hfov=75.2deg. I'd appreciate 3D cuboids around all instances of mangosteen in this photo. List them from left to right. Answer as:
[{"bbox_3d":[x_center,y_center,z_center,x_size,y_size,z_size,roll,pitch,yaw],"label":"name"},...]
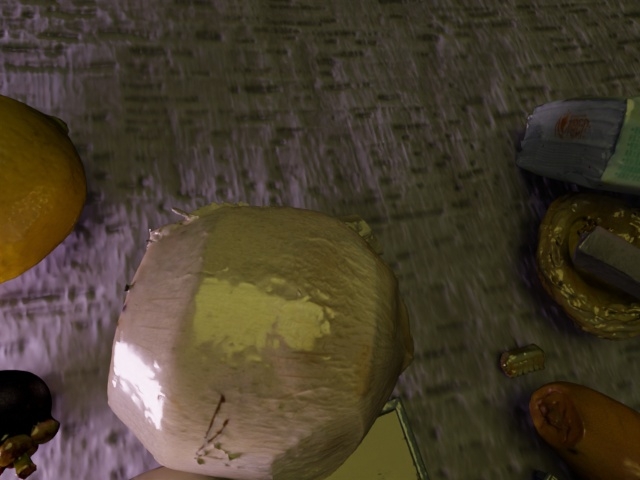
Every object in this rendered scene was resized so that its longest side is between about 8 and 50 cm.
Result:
[{"bbox_3d":[-0.425,0.250,0.553,0.151,0.137,0.137,42,69,13],"label":"mangosteen"}]

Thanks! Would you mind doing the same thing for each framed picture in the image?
[{"bbox_3d":[0.039,0.392,0.645,0.274,0.017,0.217,-13,73,-14],"label":"framed picture"}]

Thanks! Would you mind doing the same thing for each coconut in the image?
[{"bbox_3d":[-0.058,0.119,0.548,0.360,0.346,0.346,13,69,-11],"label":"coconut"}]

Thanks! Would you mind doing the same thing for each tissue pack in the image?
[{"bbox_3d":[0.635,-0.164,0.791,0.388,0.287,0.162,8,104,-6],"label":"tissue pack"}]

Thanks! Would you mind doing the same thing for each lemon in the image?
[{"bbox_3d":[-0.488,-0.064,0.592,0.245,0.245,0.320,33,70,2],"label":"lemon"}]

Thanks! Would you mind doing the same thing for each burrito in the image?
[{"bbox_3d":[0.000,0.000,0.750,0.226,0.060,0.087,-8,78,-14],"label":"burrito"}]

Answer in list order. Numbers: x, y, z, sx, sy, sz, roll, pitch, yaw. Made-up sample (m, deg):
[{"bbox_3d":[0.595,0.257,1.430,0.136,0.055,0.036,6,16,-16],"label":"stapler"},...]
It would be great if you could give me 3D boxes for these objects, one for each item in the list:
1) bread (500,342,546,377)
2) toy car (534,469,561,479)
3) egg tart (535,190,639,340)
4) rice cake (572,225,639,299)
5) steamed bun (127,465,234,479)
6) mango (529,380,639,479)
[{"bbox_3d":[0.365,0.218,0.753,0.088,0.034,0.049,-15,88,-10],"label":"bread"},{"bbox_3d":[0.406,0.457,0.643,0.191,0.097,0.100,42,76,6],"label":"toy car"},{"bbox_3d":[0.520,0.047,0.795,0.288,0.118,0.288,4,70,-11],"label":"egg tart"},{"bbox_3d":[0.587,0.082,0.711,0.365,0.056,0.072,27,77,-2],"label":"rice cake"},{"bbox_3d":[-0.151,0.418,0.416,0.334,0.374,0.334,-8,112,-22],"label":"steamed bun"},{"bbox_3d":[0.484,0.350,0.654,0.359,0.187,0.144,42,114,7],"label":"mango"}]
